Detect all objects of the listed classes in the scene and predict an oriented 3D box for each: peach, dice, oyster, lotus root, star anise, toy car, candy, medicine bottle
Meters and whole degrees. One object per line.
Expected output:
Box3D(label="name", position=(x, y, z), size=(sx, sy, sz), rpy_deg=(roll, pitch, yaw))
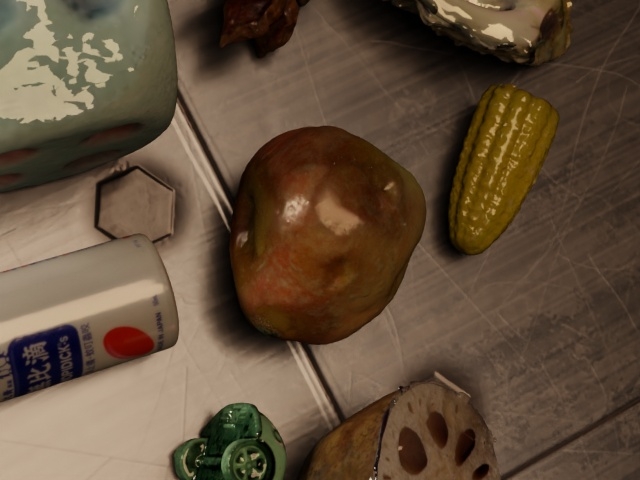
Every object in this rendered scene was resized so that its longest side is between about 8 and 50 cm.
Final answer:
Box3D(label="peach", position=(0.000, 0.000, 1.746), size=(0.214, 0.214, 0.235), rpy_deg=(25, 80, -12))
Box3D(label="dice", position=(-0.308, -0.205, 1.653), size=(0.262, 0.268, 0.265), rpy_deg=(-15, 84, -20))
Box3D(label="oyster", position=(0.162, -0.327, 1.917), size=(0.351, 0.115, 0.238), rpy_deg=(35, 62, -14))
Box3D(label="lotus root", position=(0.073, 0.295, 1.720), size=(0.272, 0.192, 0.272), rpy_deg=(23, 56, -39))
Box3D(label="star anise", position=(-0.059, -0.304, 1.802), size=(0.196, 0.111, 0.212), rpy_deg=(22, 89, -40))
Box3D(label="toy car", position=(-0.105, 0.325, 1.688), size=(0.125, 0.136, 0.306), rpy_deg=(30, 70, -24))
Box3D(label="candy", position=(0.200, -0.076, 1.885), size=(0.106, 0.094, 0.199), rpy_deg=(35, 75, -47))
Box3D(label="medicine bottle", position=(-0.324, 0.097, 1.661), size=(0.341, 0.130, 0.130), rpy_deg=(-16, 84, -20))
